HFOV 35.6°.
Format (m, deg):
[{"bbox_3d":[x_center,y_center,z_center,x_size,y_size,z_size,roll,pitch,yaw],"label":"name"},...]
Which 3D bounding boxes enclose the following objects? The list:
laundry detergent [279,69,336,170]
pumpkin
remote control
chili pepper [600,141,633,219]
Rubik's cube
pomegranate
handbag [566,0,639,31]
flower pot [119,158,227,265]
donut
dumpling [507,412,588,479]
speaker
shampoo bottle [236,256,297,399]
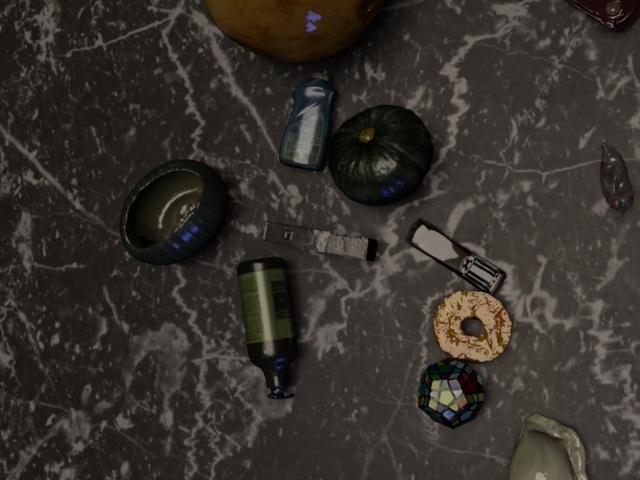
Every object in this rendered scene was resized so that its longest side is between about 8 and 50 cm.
[{"bbox_3d":[-0.020,-0.248,2.024,0.096,0.061,0.206,13,90,18],"label":"laundry detergent"},{"bbox_3d":[0.117,-0.164,1.933,0.211,0.152,0.212,-10,53,14],"label":"pumpkin"},{"bbox_3d":[0.261,0.031,1.943,0.212,0.028,0.059,33,97,15],"label":"remote control"},{"bbox_3d":[0.552,-0.112,1.863,0.050,0.041,0.153,-7,68,-4],"label":"chili pepper"},{"bbox_3d":[0.246,0.290,1.887,0.111,0.133,0.133,11,89,-13],"label":"Rubik's cube"},{"bbox_3d":[-0.068,-0.536,1.908,0.409,0.410,0.410,-1,86,16],"label":"pomegranate"},{"bbox_3d":[0.541,-0.527,1.876,0.216,0.074,0.203,39,96,15],"label":"handbag"},{"bbox_3d":[-0.300,-0.057,2.043,0.243,0.157,0.189,-41,76,11],"label":"flower pot"},{"bbox_3d":[0.293,0.164,1.910,0.151,0.058,0.152,-1,87,15],"label":"donut"},{"bbox_3d":[0.423,0.430,1.828,0.151,0.124,0.229,11,65,3],"label":"dumpling"},{"bbox_3d":[0.000,0.000,1.994,0.218,0.082,0.044,11,90,18],"label":"speaker"},{"bbox_3d":[-0.101,0.179,2.000,0.101,0.101,0.284,-10,84,15],"label":"shampoo bottle"}]
